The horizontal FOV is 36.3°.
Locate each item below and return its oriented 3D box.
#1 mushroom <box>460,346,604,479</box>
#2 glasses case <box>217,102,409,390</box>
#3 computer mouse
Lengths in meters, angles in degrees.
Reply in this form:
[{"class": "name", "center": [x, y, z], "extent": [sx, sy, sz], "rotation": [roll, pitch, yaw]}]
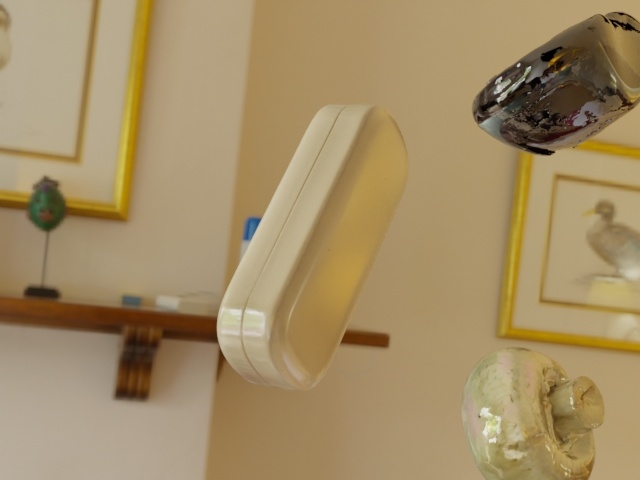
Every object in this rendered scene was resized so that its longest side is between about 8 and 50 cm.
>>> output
[{"class": "mushroom", "center": [0.110, 0.093, 0.500], "extent": [0.067, 0.083, 0.084], "rotation": [-25, -22, 37]}, {"class": "glasses case", "center": [0.000, 0.000, 0.615], "extent": [0.050, 0.196, 0.083], "rotation": [8, -34, 29]}, {"class": "computer mouse", "center": [0.233, -0.139, 0.889], "extent": [0.137, 0.096, 0.233], "rotation": [-29, -1, 41]}]
